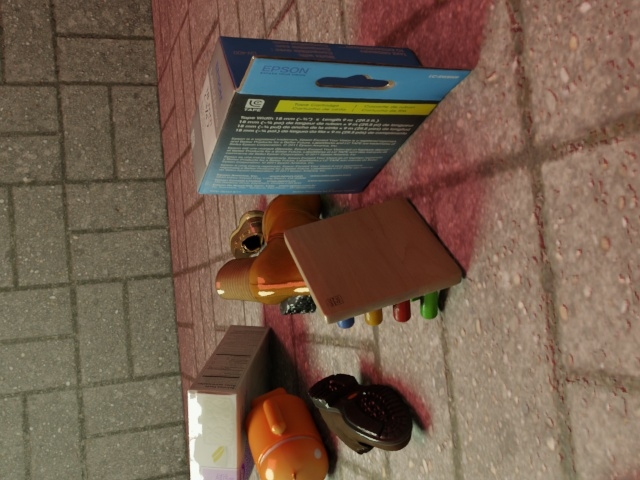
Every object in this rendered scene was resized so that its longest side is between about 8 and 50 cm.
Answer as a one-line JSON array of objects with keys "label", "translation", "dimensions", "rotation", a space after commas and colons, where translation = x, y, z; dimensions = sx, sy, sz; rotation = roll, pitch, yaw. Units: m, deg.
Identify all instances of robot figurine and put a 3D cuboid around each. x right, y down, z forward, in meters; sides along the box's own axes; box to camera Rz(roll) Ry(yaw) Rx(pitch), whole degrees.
[{"label": "robot figurine", "translation": [-0.059, 0.364, 1.252], "dimensions": [0.158, 0.128, 0.219], "rotation": [-67, 29, 23]}]

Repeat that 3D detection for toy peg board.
[{"label": "toy peg board", "translation": [0.059, 0.042, 0.834], "dimensions": [0.161, 0.160, 0.079], "rotation": [-119, 16, -50]}]

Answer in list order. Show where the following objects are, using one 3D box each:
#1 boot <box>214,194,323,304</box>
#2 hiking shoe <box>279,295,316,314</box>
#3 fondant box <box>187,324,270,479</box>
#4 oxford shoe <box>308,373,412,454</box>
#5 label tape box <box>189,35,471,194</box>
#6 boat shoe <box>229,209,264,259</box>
[{"label": "boot", "translation": [-0.001, 0.000, 1.034], "dimensions": [0.211, 0.295, 0.104], "rotation": [-5, 119, 34]}, {"label": "hiking shoe", "translation": [-0.027, 0.055, 1.158], "dimensions": [0.227, 0.086, 0.114], "rotation": [142, 121, -65]}, {"label": "fondant box", "translation": [-0.173, 0.338, 1.411], "dimensions": [0.330, 0.096, 0.238], "rotation": [-62, -27, -74]}, {"label": "oxford shoe", "translation": [0.068, 0.253, 0.977], "dimensions": [0.096, 0.083, 0.227], "rotation": [66, 161, -11]}, {"label": "label tape box", "translation": [-0.010, -0.164, 0.847], "dimensions": [0.334, 0.240, 0.106], "rotation": [133, 131, -63]}, {"label": "boat shoe", "translation": [-0.159, 0.002, 1.545], "dimensions": [0.178, 0.064, 0.060], "rotation": [122, 141, -55]}]
